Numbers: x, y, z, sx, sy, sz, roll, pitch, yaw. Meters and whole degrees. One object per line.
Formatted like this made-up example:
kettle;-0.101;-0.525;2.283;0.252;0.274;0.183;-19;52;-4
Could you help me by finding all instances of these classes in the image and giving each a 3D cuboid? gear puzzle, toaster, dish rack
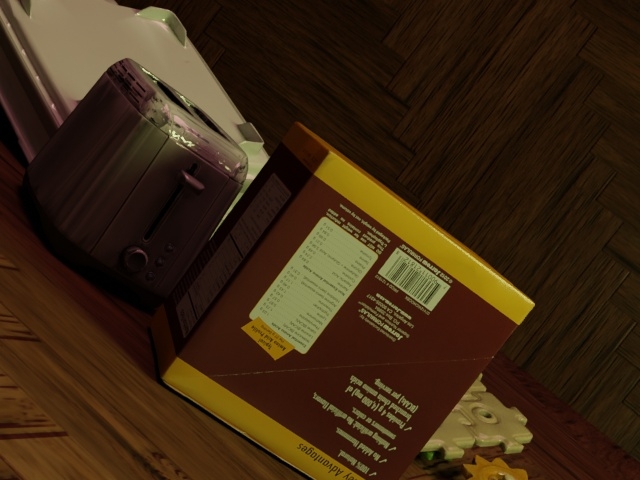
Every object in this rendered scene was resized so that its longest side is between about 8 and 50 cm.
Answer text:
gear puzzle;0.114;0.174;1.283;0.175;0.044;0.339;3;29;-37
toaster;-0.155;-0.056;1.067;0.129;0.146;0.227;35;5;-29
dish rack;-0.199;-0.158;1.324;0.285;0.072;0.333;4;40;-41

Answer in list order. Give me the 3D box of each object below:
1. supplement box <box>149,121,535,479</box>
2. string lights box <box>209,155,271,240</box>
supplement box;0.010;0.054;0.933;0.191;0.194;0.129;36;5;-17
string lights box;-0.110;-0.057;1.506;0.133;0.077;0.260;9;11;-8
